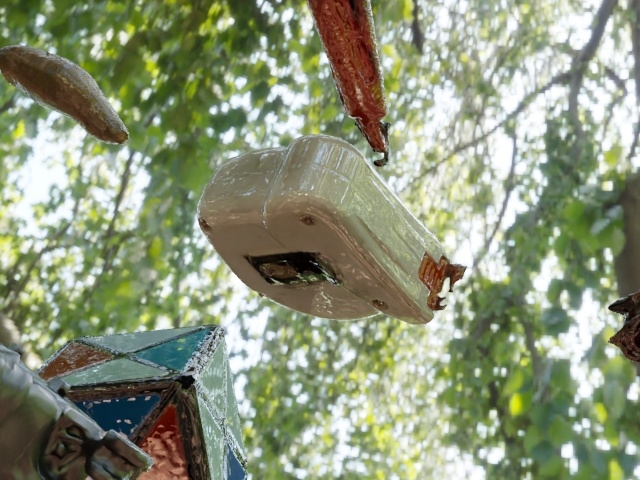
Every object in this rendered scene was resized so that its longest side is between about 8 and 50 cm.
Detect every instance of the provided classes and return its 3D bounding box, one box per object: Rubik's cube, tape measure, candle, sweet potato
[{"bbox_3d":[-0.246,0.270,1.429,0.248,0.250,0.246,-6,-78,7],"label":"Rubik's cube"},{"bbox_3d":[0.000,0.000,1.267,0.265,0.130,0.258,-8,-40,39],"label":"tape measure"},{"bbox_3d":[0.034,-0.228,1.166,0.084,0.059,0.301,-9,-77,37],"label":"candle"},{"bbox_3d":[-0.329,-0.195,1.390,0.244,0.077,0.077,30,-39,23],"label":"sweet potato"}]

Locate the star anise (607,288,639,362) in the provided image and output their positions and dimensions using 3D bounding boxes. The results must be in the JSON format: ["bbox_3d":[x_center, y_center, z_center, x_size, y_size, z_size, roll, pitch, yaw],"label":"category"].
[{"bbox_3d":[0.437,0.081,1.166,0.237,0.346,0.148,-23,-77,12],"label":"star anise"}]

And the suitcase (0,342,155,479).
[{"bbox_3d":[-0.260,0.139,0.587,0.152,0.229,0.335,42,-15,-22],"label":"suitcase"}]
